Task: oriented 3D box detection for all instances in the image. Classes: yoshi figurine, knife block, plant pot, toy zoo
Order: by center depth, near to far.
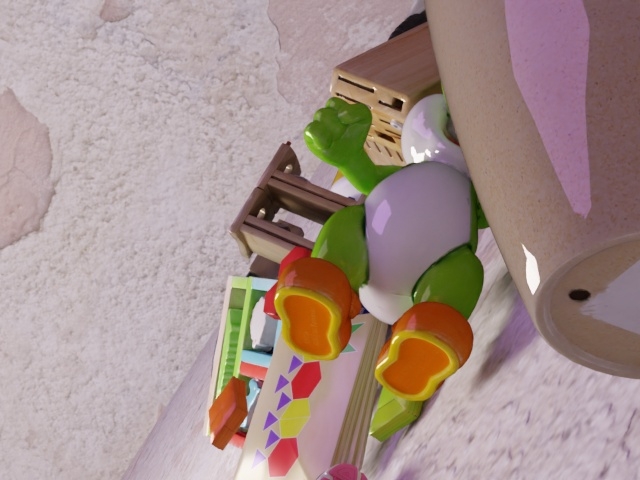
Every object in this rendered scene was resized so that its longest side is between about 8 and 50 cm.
[{"bbox_3d":[0.167,-0.079,0.679,0.256,0.256,0.274,129,154,-49],"label":"plant pot"},{"bbox_3d":[0.107,-0.060,1.124,0.203,0.203,0.362,-13,36,43],"label":"yoshi figurine"},{"bbox_3d":[0.133,-0.182,1.378,0.242,0.088,0.276,-61,-25,-11],"label":"knife block"},{"bbox_3d":[-0.041,0.138,1.438,0.293,0.030,0.192,4,84,62],"label":"toy zoo"}]

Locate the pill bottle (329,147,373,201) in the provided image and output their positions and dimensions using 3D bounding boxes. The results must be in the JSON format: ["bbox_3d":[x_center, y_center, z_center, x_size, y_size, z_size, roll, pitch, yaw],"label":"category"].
[{"bbox_3d":[0.065,-0.060,1.768,0.103,0.103,0.184,-54,8,35],"label":"pill bottle"}]

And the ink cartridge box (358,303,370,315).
[{"bbox_3d":[0.041,0.065,1.563,0.176,0.069,0.371,-61,5,-21],"label":"ink cartridge box"}]

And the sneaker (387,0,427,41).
[{"bbox_3d":[0.173,-0.266,1.822,0.410,0.158,0.182,-58,-13,-38],"label":"sneaker"}]

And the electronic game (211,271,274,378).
[{"bbox_3d":[-0.072,0.113,1.713,0.229,0.048,0.229,-51,-27,-39],"label":"electronic game"}]

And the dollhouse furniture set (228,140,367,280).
[{"bbox_3d":[0.000,0.000,1.541,0.129,0.129,0.184,-60,-23,-18],"label":"dollhouse furniture set"}]

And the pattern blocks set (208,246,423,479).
[{"bbox_3d":[-0.006,0.148,1.255,0.285,0.026,0.325,-3,58,52],"label":"pattern blocks set"}]

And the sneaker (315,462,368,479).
[{"bbox_3d":[-0.011,0.259,1.085,0.075,0.063,0.170,-39,25,53],"label":"sneaker"}]
